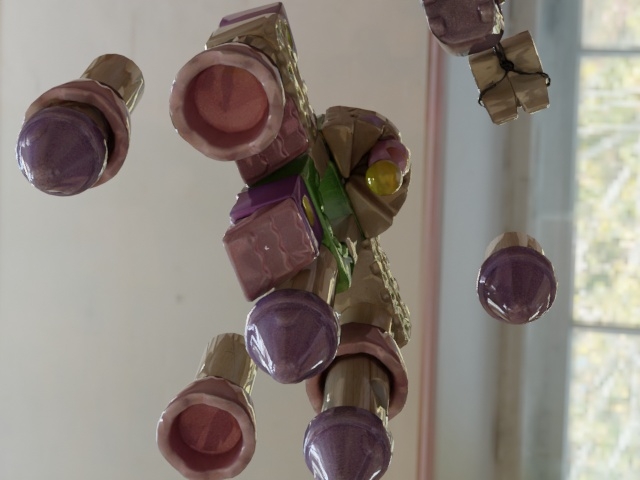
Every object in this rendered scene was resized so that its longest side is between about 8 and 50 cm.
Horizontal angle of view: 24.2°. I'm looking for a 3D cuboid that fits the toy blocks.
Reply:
[{"bbox_3d":[0.000,0.000,0.890,0.309,0.288,0.260,-17,-161,12],"label":"toy blocks"}]
